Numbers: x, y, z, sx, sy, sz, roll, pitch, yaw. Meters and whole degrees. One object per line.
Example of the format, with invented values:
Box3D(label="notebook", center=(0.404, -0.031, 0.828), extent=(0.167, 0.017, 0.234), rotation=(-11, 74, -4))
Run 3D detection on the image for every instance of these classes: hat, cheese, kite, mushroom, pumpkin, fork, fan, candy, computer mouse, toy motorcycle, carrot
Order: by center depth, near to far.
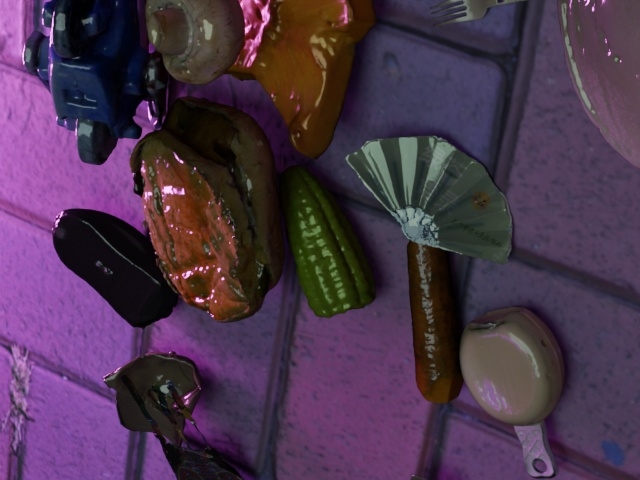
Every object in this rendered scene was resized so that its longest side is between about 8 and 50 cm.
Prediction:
Box3D(label="fork", center=(0.228, -0.284, 1.773), extent=(0.219, 0.028, 0.034), rotation=(-9, 96, 33))
Box3D(label="mushroom", center=(-0.156, -0.262, 1.880), extent=(0.148, 0.112, 0.148), rotation=(28, 124, 52))
Box3D(label="fan", center=(0.141, -0.056, 1.894), extent=(0.240, 0.009, 0.131), rotation=(33, 100, 4))
Box3D(label="pumpkin", center=(-0.050, -0.286, 1.914), extent=(0.258, 0.095, 0.290), rotation=(34, 125, 29))
Box3D(label="cheese", center=(0.252, 0.196, 1.930), extent=(0.137, 0.064, 0.227), rotation=(-9, 103, 40))
Box3D(label="carrot", center=(0.143, 0.056, 1.951), extent=(0.066, 0.066, 0.314), rotation=(6, 110, 33))
Box3D(label="toy motorcycle", center=(-0.298, -0.262, 1.991), extent=(0.319, 0.182, 0.241), rotation=(91, 166, -54))
Box3D(label="candy", center=(0.000, 0.000, 2.006), extent=(0.097, 0.097, 0.209), rotation=(-21, 92, 39))
Box3D(label="computer mouse", center=(-0.294, 0.031, 2.232), extent=(0.217, 0.073, 0.122), rotation=(43, 130, 4))
Box3D(label="kite", center=(-0.196, 0.301, 2.249), extent=(0.152, 0.015, 0.285), rotation=(-2, 130, 34))
Box3D(label="hat", center=(-0.241, 0.234, 2.296), extent=(0.147, 0.085, 0.175), rotation=(23, 144, 12))

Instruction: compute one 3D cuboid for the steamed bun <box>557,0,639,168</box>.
Box3D(label="steamed bun", center=(0.359, -0.273, 1.545), extent=(0.236, 0.247, 0.383), rotation=(21, 126, 39))

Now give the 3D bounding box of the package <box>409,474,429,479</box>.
Box3D(label="package", center=(0.195, 0.445, 2.075), extent=(0.251, 0.062, 0.204), rotation=(37, 126, 13))

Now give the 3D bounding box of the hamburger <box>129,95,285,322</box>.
Box3D(label="hamburger", center=(-0.136, -0.046, 2.027), extent=(0.265, 0.134, 0.285), rotation=(23, 131, 43))
